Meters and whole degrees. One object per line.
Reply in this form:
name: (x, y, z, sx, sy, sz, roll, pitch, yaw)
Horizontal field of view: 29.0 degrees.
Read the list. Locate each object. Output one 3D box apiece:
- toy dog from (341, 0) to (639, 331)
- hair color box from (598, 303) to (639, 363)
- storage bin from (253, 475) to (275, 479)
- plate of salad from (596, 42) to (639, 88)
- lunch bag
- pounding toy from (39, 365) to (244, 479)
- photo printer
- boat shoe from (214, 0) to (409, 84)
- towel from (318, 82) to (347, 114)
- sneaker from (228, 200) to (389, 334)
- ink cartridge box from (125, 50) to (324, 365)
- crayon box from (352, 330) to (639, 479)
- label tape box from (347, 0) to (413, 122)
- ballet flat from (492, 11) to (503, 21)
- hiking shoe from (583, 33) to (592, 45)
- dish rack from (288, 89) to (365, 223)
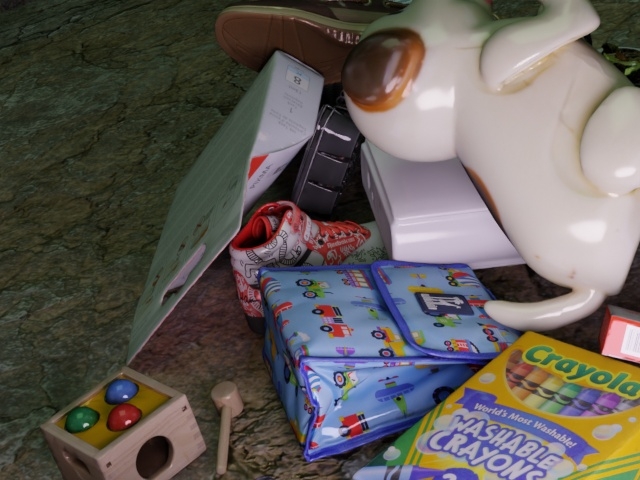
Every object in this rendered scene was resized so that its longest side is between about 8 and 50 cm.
toy dog: (0.222, -0.135, 1.429, 0.408, 0.395, 0.284, 32, 11, 15)
hair color box: (0.330, 0.099, 1.287, 0.072, 0.043, 0.141, 14, 5, 11)
storage bin: (-0.070, 0.314, 1.113, 0.180, 0.122, 0.084, -35, 32, -31)
plate of salad: (0.502, -0.258, 1.880, 0.199, 0.048, 0.200, 7, 34, -5)
lunch bag: (0.094, 0.117, 1.420, 0.293, 0.138, 0.221, -8, 27, -12)
pounding toy: (-0.181, 0.206, 1.409, 0.206, 0.094, 0.181, -36, 33, -31)
photo printer: (0.222, -0.064, 1.620, 0.307, 0.107, 0.256, -6, 32, -4)
boat shoe: (0.024, -0.303, 1.759, 0.342, 0.123, 0.123, 4, 49, 3)
towel: (0.010, -0.245, 1.961, 0.312, 0.056, 0.324, -26, -5, -3)
sneaker: (0.000, 0.001, 1.632, 0.270, 0.145, 0.090, -31, 30, -25)
ink cartridge box: (-0.125, -0.034, 1.671, 0.308, 0.091, 0.385, -48, 22, 37)
crayon box: (0.217, 0.200, 1.208, 0.323, 0.083, 0.203, -34, 32, -30)
label tape box: (0.117, -0.353, 2.221, 0.240, 0.106, 0.334, -18, 69, -3)
ballet flat: (0.245, -0.386, 2.316, 0.232, 0.080, 0.073, 6, 7, 32)
hiking shoe: (0.364, -0.302, 2.082, 0.114, 0.086, 0.227, -8, 20, 46)
dish rack: (0.034, -0.143, 1.830, 0.074, 0.208, 0.271, 23, 36, 3)
